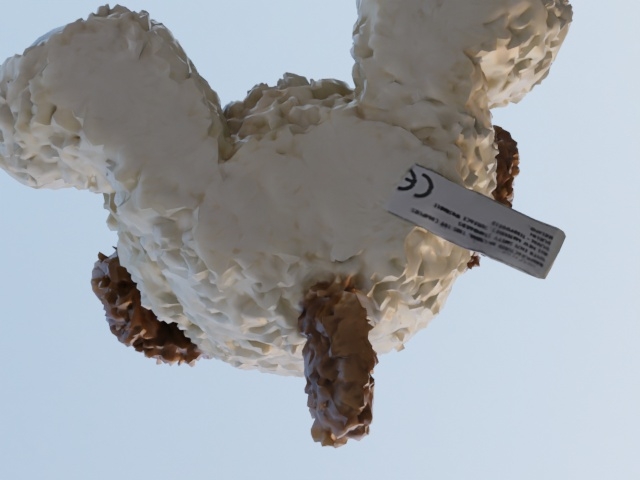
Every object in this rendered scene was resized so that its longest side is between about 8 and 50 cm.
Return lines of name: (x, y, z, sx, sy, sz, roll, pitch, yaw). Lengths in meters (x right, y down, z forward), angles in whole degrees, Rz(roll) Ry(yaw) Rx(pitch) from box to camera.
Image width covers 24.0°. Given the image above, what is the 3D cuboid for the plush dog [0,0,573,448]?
plush dog: (0.000, 0.000, 0.702, 0.225, 0.263, 0.210, 76, 180, -76)
